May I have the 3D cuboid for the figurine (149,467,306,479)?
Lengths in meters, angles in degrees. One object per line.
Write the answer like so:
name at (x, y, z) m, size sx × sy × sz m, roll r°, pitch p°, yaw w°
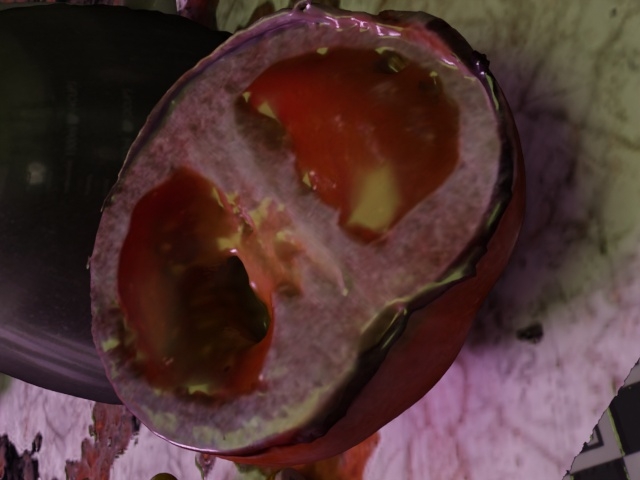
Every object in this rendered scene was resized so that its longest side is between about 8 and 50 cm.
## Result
figurine at (-0.065, 0.172, 0.709) m, size 0.143 × 0.068 × 0.101 m, roll -55°, pitch 48°, yaw 9°

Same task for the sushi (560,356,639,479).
sushi at (0.154, 0.114, 0.485) m, size 0.126 × 0.026 × 0.120 m, roll 44°, pitch 116°, yaw 37°

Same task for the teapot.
teapot at (-0.152, -0.070, 0.729) m, size 0.239 × 0.239 × 0.321 m, roll 17°, pitch 94°, yaw 49°

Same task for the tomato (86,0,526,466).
tomato at (0.000, 0.000, 0.616) m, size 0.228 × 0.112 × 0.199 m, roll -44°, pitch 57°, yaw 5°
